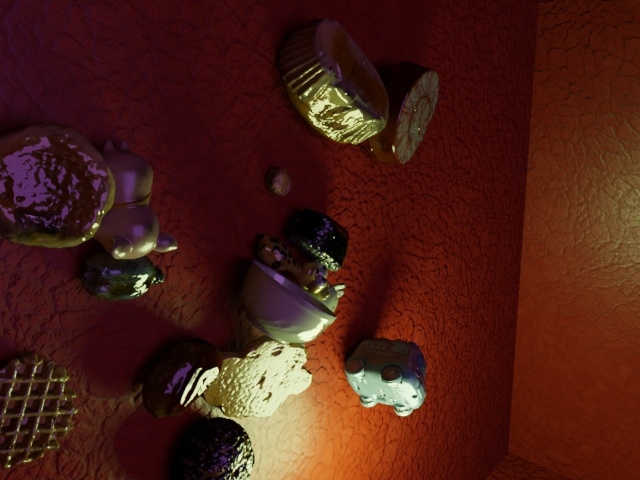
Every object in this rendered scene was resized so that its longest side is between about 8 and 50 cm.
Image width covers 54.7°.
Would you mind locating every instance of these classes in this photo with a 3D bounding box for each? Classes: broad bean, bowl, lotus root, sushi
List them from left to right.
[{"bbox_3d":[-0.428,0.075,1.360,0.192,0.088,0.113,4,107,-52],"label":"lotus root"},{"bbox_3d":[-0.341,0.335,1.523,0.228,0.122,0.156,-42,142,-30],"label":"broad bean"},{"bbox_3d":[-0.105,0.183,1.664,0.277,0.277,0.145,32,90,-50],"label":"bowl"},{"bbox_3d":[0.000,0.000,1.823,0.225,0.136,0.126,38,75,-57],"label":"sushi"}]

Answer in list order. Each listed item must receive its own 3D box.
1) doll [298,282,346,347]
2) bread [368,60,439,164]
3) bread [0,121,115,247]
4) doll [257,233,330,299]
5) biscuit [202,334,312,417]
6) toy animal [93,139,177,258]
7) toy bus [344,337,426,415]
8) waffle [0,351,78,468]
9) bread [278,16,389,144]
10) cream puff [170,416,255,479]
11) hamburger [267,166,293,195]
[{"bbox_3d":[-0.030,0.208,1.874,0.275,0.113,0.155,-46,154,-38],"label":"doll"},{"bbox_3d":[0.265,-0.409,1.984,0.328,0.114,0.295,-63,157,-10],"label":"bread"},{"bbox_3d":[-0.508,-0.097,1.140,0.244,0.134,0.245,-5,99,-30],"label":"bread"},{"bbox_3d":[-0.069,0.076,1.758,0.291,0.086,0.117,36,35,-33],"label":"doll"},{"bbox_3d":[-0.170,0.381,1.744,0.376,0.051,0.269,15,109,-41],"label":"biscuit"},{"bbox_3d":[-0.408,-0.084,1.289,0.165,0.149,0.248,-14,92,-43],"label":"toy animal"},{"bbox_3d":[0.238,0.442,2.137,0.232,0.294,0.197,-56,136,-37],"label":"toy bus"},{"bbox_3d":[-0.614,0.355,1.249,0.249,0.056,0.253,-30,125,-42],"label":"waffle"},{"bbox_3d":[0.037,-0.425,1.718,0.388,0.183,0.236,45,51,-41],"label":"bread"},{"bbox_3d":[-0.276,0.594,1.650,0.239,0.164,0.239,-23,120,-48],"label":"cream puff"},{"bbox_3d":[-0.111,-0.163,1.703,0.083,0.044,0.076,42,70,-46],"label":"hamburger"}]
